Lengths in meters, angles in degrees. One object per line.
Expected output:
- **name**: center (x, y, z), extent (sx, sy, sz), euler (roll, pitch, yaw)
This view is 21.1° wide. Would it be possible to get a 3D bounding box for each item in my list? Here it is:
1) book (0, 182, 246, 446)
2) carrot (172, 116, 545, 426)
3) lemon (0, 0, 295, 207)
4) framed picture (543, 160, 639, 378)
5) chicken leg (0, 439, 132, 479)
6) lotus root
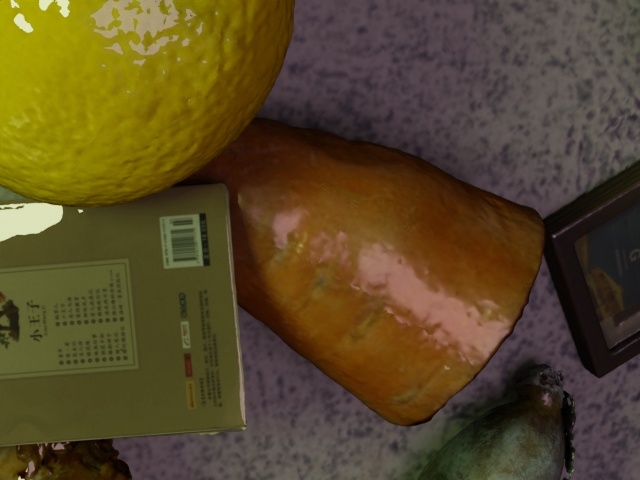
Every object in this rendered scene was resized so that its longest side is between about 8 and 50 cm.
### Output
- **book**: center (-0.143, 0.044, 0.948), extent (0.199, 0.016, 0.138), euler (-4, 93, 4)
- **carrot**: center (0.000, 0.000, 1.021), extent (0.225, 0.159, 0.159), euler (28, 96, -17)
- **lemon**: center (-0.110, -0.113, 0.883), extent (0.187, 0.187, 0.244), euler (22, 131, -32)
- **framed picture**: center (0.240, 0.002, 1.196), extent (0.168, 0.023, 0.128), euler (-30, 120, -13)
- **chicken leg**: center (-0.207, 0.147, 0.992), extent (0.208, 0.085, 0.101), euler (-8, 113, -26)
- **lotus root**: center (0.121, 0.161, 1.170), extent (0.165, 0.088, 0.088), euler (-49, 123, -13)
